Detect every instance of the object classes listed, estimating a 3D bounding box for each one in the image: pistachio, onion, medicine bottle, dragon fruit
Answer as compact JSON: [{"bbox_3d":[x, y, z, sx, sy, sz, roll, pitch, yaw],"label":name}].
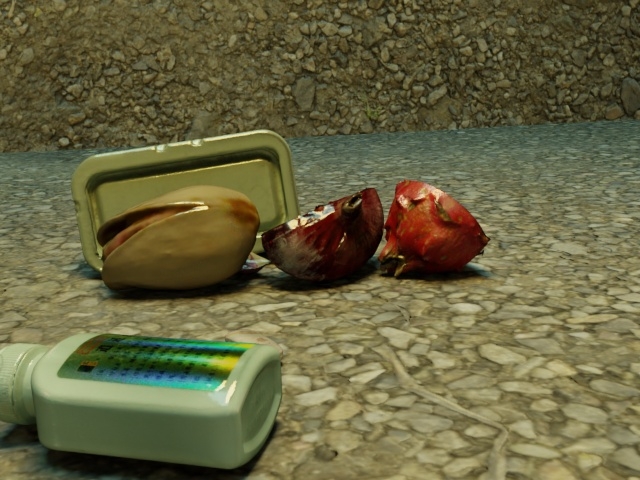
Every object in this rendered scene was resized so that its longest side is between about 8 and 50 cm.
[{"bbox_3d":[-0.184,-0.002,1.029,0.215,0.144,0.144,-15,15,-4],"label":"pistachio"},{"bbox_3d":[0.022,-0.001,1.060,0.206,0.098,0.151,-22,-2,-38],"label":"onion"},{"bbox_3d":[-0.154,0.122,0.632,0.229,0.083,0.121,3,17,14],"label":"medicine bottle"},{"bbox_3d":[0.139,0.007,1.057,0.111,0.153,0.153,-53,34,-14],"label":"dragon fruit"}]

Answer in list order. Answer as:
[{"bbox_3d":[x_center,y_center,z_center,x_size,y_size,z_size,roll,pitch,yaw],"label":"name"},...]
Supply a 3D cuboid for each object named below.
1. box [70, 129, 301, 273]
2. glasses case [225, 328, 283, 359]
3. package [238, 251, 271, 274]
[{"bbox_3d":[-0.200,-0.058,1.196,0.312,0.175,0.182,-10,5,-8],"label":"box"},{"bbox_3d":[-0.068,0.108,0.804,0.032,0.021,0.083,-8,15,-32],"label":"glasses case"},{"bbox_3d":[-0.105,0.033,1.106,0.059,0.029,0.083,-15,6,-18],"label":"package"}]
